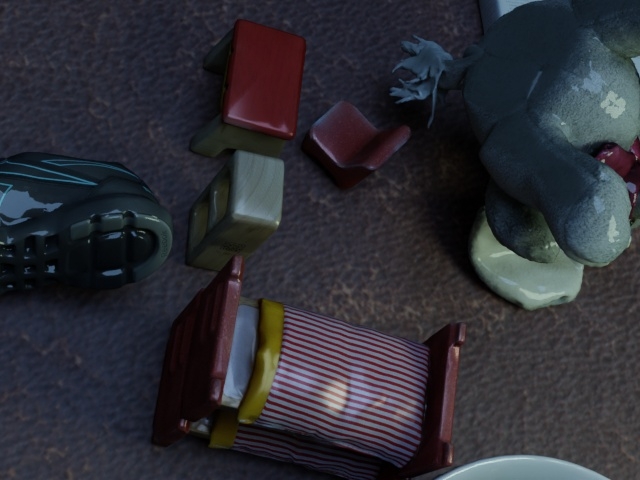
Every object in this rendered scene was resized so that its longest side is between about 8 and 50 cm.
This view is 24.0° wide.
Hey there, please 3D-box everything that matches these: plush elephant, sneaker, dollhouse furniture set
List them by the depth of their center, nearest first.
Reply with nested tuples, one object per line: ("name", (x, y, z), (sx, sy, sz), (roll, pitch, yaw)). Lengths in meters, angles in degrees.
("sneaker", (-0.252, -0.009, 1.158), (0.267, 0.101, 0.106), (-4, 40, -18))
("dollhouse furniture set", (0.000, 0.000, 1.217), (0.201, 0.152, 0.374), (15, 64, -18))
("plush elephant", (0.242, -0.075, 1.300), (0.255, 0.330, 0.272), (38, 75, -39))

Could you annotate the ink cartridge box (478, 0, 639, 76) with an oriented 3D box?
("ink cartridge box", (0.261, -0.241, 1.496), (0.223, 0.045, 0.224), (3, 69, -21))

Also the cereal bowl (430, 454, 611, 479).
("cereal bowl", (0.144, 0.344, 1.147), (0.339, 0.141, 0.339), (9, 65, -21))
